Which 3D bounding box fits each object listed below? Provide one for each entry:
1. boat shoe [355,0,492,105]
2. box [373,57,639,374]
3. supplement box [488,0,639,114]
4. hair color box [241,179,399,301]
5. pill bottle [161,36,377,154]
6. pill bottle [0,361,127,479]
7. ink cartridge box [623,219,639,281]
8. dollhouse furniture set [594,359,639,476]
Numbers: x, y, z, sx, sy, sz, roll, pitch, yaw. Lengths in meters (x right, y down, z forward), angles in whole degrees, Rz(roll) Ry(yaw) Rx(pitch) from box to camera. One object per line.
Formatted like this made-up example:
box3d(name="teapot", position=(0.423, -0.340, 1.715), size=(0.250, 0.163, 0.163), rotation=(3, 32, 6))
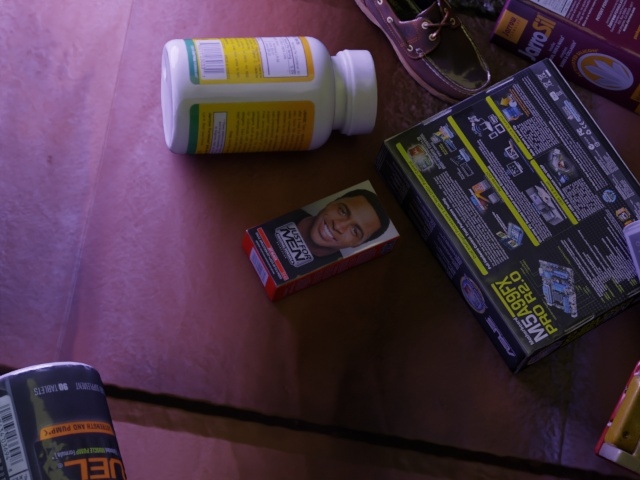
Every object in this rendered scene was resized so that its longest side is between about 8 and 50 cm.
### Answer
box3d(name="boat shoe", position=(0.106, -0.230, 2.006), size=(0.073, 0.073, 0.207), rotation=(-40, 80, -23))
box3d(name="box", position=(0.217, -0.030, 1.946), size=(0.216, 0.060, 0.270), rotation=(-29, 75, -19))
box3d(name="supplement box", position=(0.288, -0.225, 2.016), size=(0.188, 0.104, 0.081), rotation=(26, 66, 2))
box3d(name="hair color box", position=(0.000, 0.000, 1.905), size=(0.141, 0.043, 0.072), rotation=(-23, 72, -19))
box3d(name="pill bottle", position=(-0.052, -0.148, 1.918), size=(0.208, 0.117, 0.117), rotation=(-3, 68, -11))
box3d(name="pill bottle", position=(-0.234, 0.245, 1.714), size=(0.130, 0.130, 0.245), rotation=(-12, 71, -15))
box3d(name="ink cartridge box", position=(0.458, 0.079, 1.907), size=(0.239, 0.060, 0.275), rotation=(-16, 86, -22))
box3d(name="dollhouse furniture set", position=(0.420, 0.073, 1.809), size=(0.201, 0.152, 0.374), rotation=(26, 90, -13))
